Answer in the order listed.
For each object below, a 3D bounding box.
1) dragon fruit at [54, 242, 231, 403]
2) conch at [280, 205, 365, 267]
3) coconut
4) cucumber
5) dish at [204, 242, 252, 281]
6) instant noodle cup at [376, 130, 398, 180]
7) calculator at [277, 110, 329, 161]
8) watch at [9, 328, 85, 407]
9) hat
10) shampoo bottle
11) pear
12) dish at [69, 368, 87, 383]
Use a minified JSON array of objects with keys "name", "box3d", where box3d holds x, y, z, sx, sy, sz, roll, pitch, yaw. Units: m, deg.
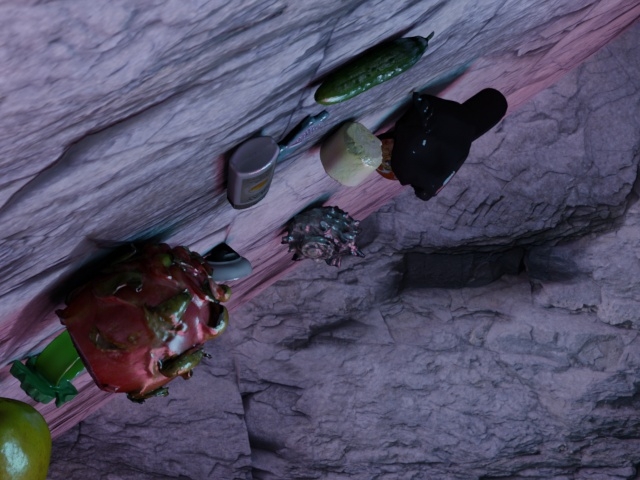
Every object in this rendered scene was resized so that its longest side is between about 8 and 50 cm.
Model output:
[{"name":"dragon fruit","box3d":[-0.298,0.139,1.456,0.291,0.269,0.250,-29,-178,-24]},{"name":"conch","box3d":[-0.010,-0.008,2.364,0.241,0.186,0.313,-3,180,-24]},{"name":"coconut","box3d":[0.056,-0.169,1.650,0.122,0.116,0.116,-38,174,41]},{"name":"cucumber","box3d":[0.088,-0.271,1.289,0.250,0.056,0.056,-30,173,-21]},{"name":"dish","box3d":[-0.236,0.042,1.962,0.141,0.078,0.141,-3,-166,1]},{"name":"instant noodle cup","box3d":[0.201,-0.224,2.087,0.127,0.127,0.136,-37,-178,19]},{"name":"calculator","box3d":[-0.042,-0.181,1.459,0.141,0.019,0.094,-40,175,37]},{"name":"watch","box3d":[-0.534,0.255,1.699,0.152,0.131,0.165,-46,173,2]},{"name":"hat","box3d":[0.255,-0.278,1.881,0.336,0.209,0.238,-52,-161,-16]},{"name":"shampoo bottle","box3d":[-0.119,-0.111,1.392,0.086,0.056,0.227,-33,174,-14]},{"name":"pear","box3d":[-0.692,0.458,1.673,0.294,0.294,0.294,-35,174,-4]},{"name":"dish","box3d":[-0.516,0.243,1.896,0.151,0.077,0.212,-27,170,-47]}]
